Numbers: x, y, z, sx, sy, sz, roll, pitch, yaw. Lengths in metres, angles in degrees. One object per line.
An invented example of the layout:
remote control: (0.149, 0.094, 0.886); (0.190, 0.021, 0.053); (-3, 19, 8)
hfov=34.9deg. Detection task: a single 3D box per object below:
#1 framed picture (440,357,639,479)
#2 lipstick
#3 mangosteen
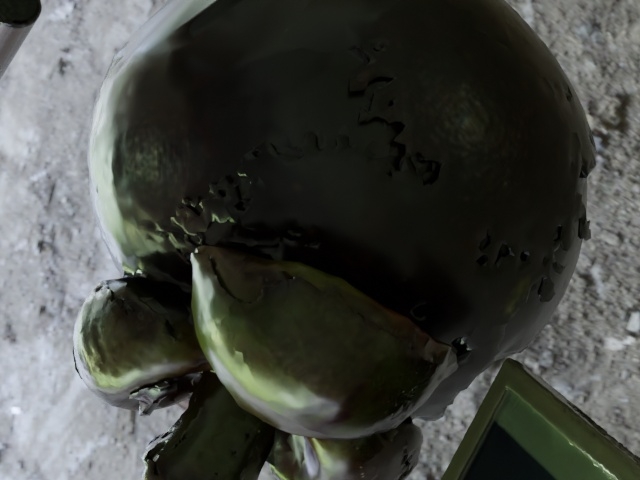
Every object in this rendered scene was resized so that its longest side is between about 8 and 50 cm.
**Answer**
framed picture: (0.090, 0.224, 0.547); (0.281, 0.019, 0.209); (-64, 25, 6)
lipstick: (-0.364, -0.177, 1.067); (0.357, 0.057, 0.057); (-26, 62, 56)
mangosteen: (-0.004, -0.023, 0.740); (0.381, 0.421, 0.381); (22, 135, 24)
